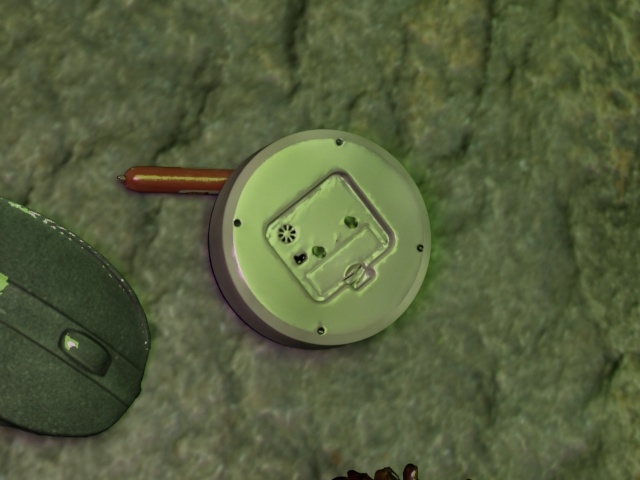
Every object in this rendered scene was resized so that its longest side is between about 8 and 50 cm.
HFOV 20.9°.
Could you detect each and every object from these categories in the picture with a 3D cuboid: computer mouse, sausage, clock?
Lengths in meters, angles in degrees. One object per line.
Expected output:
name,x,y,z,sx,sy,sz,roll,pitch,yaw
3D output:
computer mouse,-0.340,0.062,1.725,0.374,0.114,0.203,26,68,-7
sausage,-0.108,-0.063,1.868,0.223,0.029,0.029,2,73,-14
clock,0.000,0.000,1.832,0.230,0.083,0.230,1,86,-16

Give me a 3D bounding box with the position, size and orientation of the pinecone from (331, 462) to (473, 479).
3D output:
pinecone,0.074,0.357,1.675,0.298,0.242,0.296,29,71,1
